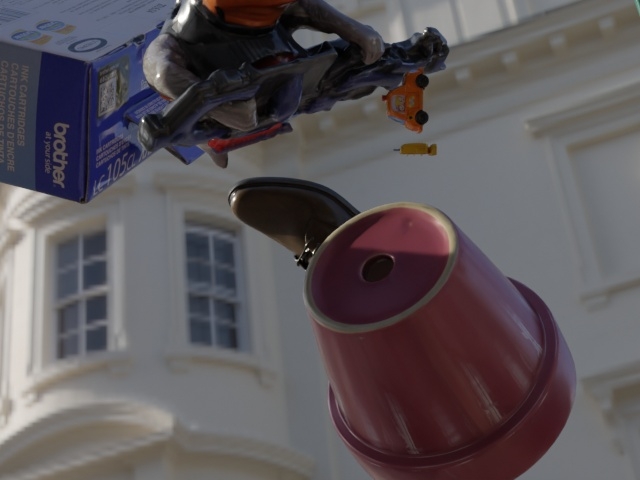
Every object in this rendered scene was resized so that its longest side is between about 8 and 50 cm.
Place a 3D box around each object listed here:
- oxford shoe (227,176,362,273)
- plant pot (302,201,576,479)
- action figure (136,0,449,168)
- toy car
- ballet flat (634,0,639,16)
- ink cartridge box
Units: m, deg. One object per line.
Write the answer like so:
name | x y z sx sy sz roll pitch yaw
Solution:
oxford shoe | 0.000 0.000 1.509 0.227 0.096 0.083 23 -46 0
plant pot | 0.080 0.076 1.089 0.201 0.201 0.180 -19 -47 15
action figure | -0.029 -0.209 1.165 0.341 0.178 0.330 -14 -39 -45
toy car | 0.073 -0.110 1.165 0.041 0.122 0.060 1 -73 -1
ballet flat | 0.173 -0.216 0.741 0.087 0.247 0.083 -25 -1 13
ink cartridge box | -0.292 -0.171 1.390 0.396 0.270 0.151 13 -65 15
